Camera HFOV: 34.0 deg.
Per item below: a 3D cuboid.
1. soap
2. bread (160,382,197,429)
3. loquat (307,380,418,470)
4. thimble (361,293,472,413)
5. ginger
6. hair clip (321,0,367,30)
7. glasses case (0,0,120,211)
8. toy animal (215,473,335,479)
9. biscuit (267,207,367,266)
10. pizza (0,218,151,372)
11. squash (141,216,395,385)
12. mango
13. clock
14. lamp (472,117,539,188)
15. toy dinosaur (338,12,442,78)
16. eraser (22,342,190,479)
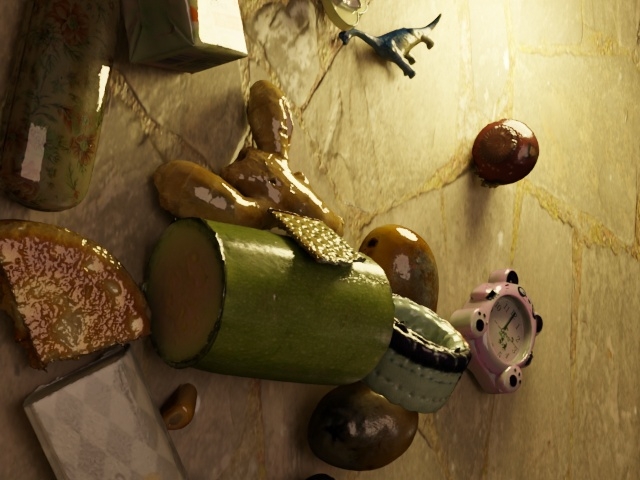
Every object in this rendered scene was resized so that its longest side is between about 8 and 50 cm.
[{"bbox_3d":[-0.239,-0.400,1.830,0.199,0.138,0.182,-8,87,-64],"label":"soap"},{"bbox_3d":[-0.245,0.292,1.817,0.062,0.103,0.049,-38,101,7],"label":"bread"},{"bbox_3d":[0.079,0.353,2.002,0.227,0.179,0.179,-7,88,-31],"label":"loquat"},{"bbox_3d":[0.158,0.207,1.974,0.237,0.237,0.150,18,108,-39],"label":"thimble"},{"bbox_3d":[-0.103,-0.079,1.949,0.348,0.122,0.363,52,43,-13],"label":"ginger"},{"bbox_3d":[0.039,-0.542,2.179,0.159,0.071,0.218,12,70,-37],"label":"hair clip"},{"bbox_3d":[-0.422,-0.254,1.702,0.156,0.098,0.425,22,69,-44],"label":"glasses case"},{"bbox_3d":[-0.071,0.508,1.869,0.343,0.106,0.168,11,77,-49],"label":"toy animal"},{"bbox_3d":[0.000,-0.001,1.846,0.144,0.203,0.016,13,109,-37],"label":"biscuit"},{"bbox_3d":[-0.418,0.096,1.664,0.335,0.086,0.226,35,67,-31],"label":"pizza"},{"bbox_3d":[-0.096,0.114,1.831,0.384,0.263,0.263,12,75,-40],"label":"squash"},{"bbox_3d":[0.165,0.115,2.148,0.193,0.146,0.316,-36,122,-36],"label":"mango"},{"bbox_3d":[0.406,0.200,2.379,0.248,0.090,0.227,-48,115,-37],"label":"clock"},{"bbox_3d":[0.432,-0.202,2.430,0.135,0.157,0.156,26,51,-56],"label":"lamp"},{"bbox_3d":[0.159,-0.455,2.277,0.188,0.075,0.247,45,62,-19],"label":"toy dinosaur"},{"bbox_3d":[-0.314,0.389,1.696,0.213,0.082,0.397,-27,102,-28],"label":"eraser"}]
